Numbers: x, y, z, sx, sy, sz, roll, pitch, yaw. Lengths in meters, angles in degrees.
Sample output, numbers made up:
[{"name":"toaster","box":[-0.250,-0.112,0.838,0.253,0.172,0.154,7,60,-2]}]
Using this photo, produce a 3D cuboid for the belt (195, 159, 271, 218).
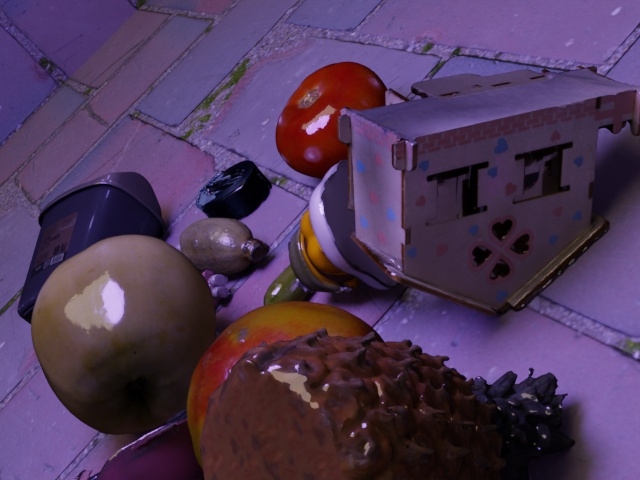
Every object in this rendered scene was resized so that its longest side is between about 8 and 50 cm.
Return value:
[{"name":"belt","box":[-0.151,-0.084,1.573,0.140,0.058,0.105,-24,33,30]}]

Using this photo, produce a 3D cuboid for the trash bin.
[{"name":"trash bin","box":[-0.398,0.022,1.614,0.209,0.182,0.290,-22,42,29]}]

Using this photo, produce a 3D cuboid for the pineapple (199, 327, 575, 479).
[{"name":"pineapple","box":[0.079,0.163,0.767,0.202,0.362,0.202,3,95,44]}]

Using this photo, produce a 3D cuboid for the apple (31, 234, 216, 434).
[{"name":"apple","box":[-0.266,0.127,1.259,0.262,0.262,0.262,-29,34,22]}]

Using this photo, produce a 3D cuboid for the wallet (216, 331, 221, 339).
[{"name":"wallet","box":[-0.143,0.156,1.314,0.044,0.011,0.083,-50,31,-13]}]

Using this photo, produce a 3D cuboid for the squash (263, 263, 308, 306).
[{"name":"squash","box":[-0.015,0.032,1.287,0.052,0.052,0.183,10,57,53]}]

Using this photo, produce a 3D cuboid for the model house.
[{"name":"model house","box":[0.184,-0.051,1.027,0.326,0.244,0.169,-14,26,-19]}]

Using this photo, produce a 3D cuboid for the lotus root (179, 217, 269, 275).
[{"name":"lotus root","box":[-0.156,0.011,1.432,0.077,0.090,0.183,-30,22,-37]}]

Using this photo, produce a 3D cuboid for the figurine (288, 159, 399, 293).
[{"name":"figurine","box":[0.000,0.000,1.146,0.141,0.250,0.167,-21,77,22]}]

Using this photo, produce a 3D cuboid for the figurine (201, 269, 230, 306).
[{"name":"figurine","box":[-0.194,0.087,1.423,0.129,0.072,0.054,-13,-2,30]}]

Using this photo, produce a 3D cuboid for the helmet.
[{"name":"helmet","box":[-0.206,0.304,1.073,0.253,0.154,0.198,-24,-4,12]}]

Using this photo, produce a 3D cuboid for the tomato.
[{"name":"tomato","box":[0.023,-0.180,1.419,0.195,0.136,0.195,-30,35,24]}]

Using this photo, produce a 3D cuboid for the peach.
[{"name":"peach","box":[-0.026,0.172,0.968,0.231,0.231,0.231,-29,34,22]}]
